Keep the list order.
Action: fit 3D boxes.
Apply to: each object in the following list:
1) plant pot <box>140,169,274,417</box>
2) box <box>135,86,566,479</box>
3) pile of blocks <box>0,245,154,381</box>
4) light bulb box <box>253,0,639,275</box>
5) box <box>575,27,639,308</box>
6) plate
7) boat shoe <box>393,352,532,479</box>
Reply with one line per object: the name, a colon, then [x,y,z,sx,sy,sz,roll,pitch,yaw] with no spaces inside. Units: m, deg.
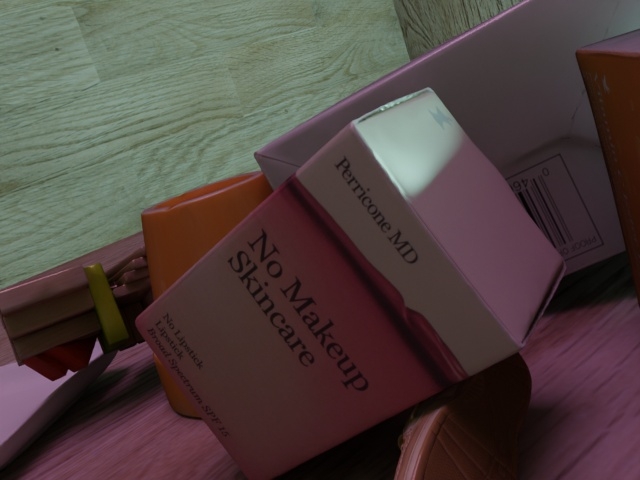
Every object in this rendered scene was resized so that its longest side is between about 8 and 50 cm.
plant pot: [-0.085,0.039,0.666,0.205,0.188,0.205,-18,12,4]
box: [0.013,0.036,0.445,0.232,0.149,0.127,-39,-3,35]
pile of blocks: [-0.182,0.076,0.767,0.149,0.113,0.362,-29,-8,39]
light bulb box: [0.174,-0.106,0.716,0.357,0.225,0.361,-26,9,18]
box: [0.257,-0.016,0.327,0.168,0.215,0.345,-15,12,16]
plate: [-0.386,0.203,0.732,0.277,0.045,0.278,-16,12,14]
boat shoe: [0.078,0.118,0.396,0.059,0.063,0.170,-39,-2,36]
